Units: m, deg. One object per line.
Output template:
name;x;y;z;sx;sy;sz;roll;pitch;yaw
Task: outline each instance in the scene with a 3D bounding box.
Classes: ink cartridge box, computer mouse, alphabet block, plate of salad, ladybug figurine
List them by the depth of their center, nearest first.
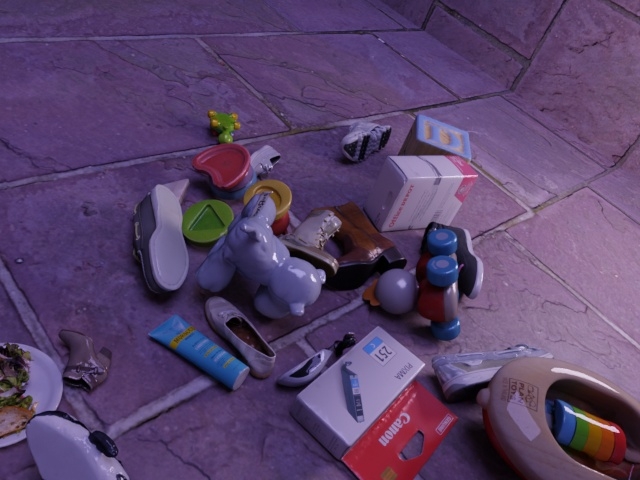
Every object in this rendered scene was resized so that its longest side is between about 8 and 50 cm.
plate of salad;-0.536;0.246;0.902;0.199;0.048;0.200;13;41;-12
ink cartridge box;0.129;0.342;1.115;0.261;0.066;0.296;39;42;19
ladybug figurine;0.520;0.415;1.135;0.449;0.162;0.305;26;49;-1
computer mouse;-0.006;0.258;1.136;0.193;0.106;0.042;-27;79;-31
ink cartridge box;0.297;-0.144;1.633;0.282;0.207;0.117;-5;46;-31
alphabet block;0.370;-0.271;1.824;0.193;0.197;0.192;21;40;-4

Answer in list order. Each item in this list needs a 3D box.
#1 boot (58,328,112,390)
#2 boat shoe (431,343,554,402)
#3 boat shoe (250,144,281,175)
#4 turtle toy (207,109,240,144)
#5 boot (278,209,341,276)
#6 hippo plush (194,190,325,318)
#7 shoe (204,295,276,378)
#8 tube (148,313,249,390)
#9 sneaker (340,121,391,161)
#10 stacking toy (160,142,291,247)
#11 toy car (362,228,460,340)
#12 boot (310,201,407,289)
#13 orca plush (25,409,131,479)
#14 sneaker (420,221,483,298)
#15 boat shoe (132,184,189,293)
boot;-0.439;0.218;0.986;0.118;0.042;0.087;24;38;-3
boat shoe;0.410;0.292;1.275;0.320;0.118;0.103;-8;51;-23
boat shoe;-0.171;-0.224;1.612;0.063;0.066;0.184;27;29;5
turtle toy;-0.298;-0.344;1.673;0.095;0.066;0.130;2;45;-25
boot;0.000;0.000;1.342;0.213;0.077;0.165;20;51;44
hippo plush;-0.098;0.039;1.190;0.236;0.294;0.234;38;45;-12
shoe;-0.166;0.189;1.143;0.076;0.058;0.219;-22;57;-42
tube;-0.238;0.221;1.087;0.207;0.052;0.080;29;29;16
sneaker;0.134;-0.351;1.881;0.118;0.110;0.292;30;31;19
stacking toy;-0.245;-0.090;1.423;0.279;0.130;0.309;-32;58;-17
toy car;0.224;0.111;1.361;0.237;0.219;0.210;-2;37;14
boot;0.058;-0.008;1.456;0.264;0.096;0.280;-16;49;-29
orca plush;-0.320;0.361;0.843;0.287;0.151;0.102;27;8;9
sneaker;0.360;0.051;1.536;0.146;0.105;0.296;14;34;-9
boat shoe;-0.368;0.005;1.226;0.109;0.091;0.305;41;24;-44
